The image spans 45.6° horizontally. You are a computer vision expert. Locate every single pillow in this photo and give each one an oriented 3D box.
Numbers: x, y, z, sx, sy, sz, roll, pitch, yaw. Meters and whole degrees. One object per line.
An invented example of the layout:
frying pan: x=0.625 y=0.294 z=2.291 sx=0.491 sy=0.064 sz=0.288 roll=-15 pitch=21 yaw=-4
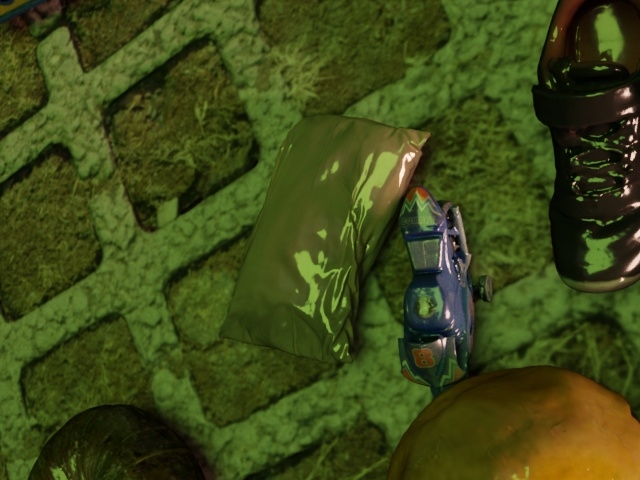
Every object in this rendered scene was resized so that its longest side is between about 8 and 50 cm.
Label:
pillow: x=0.000 y=0.000 z=0.785 sx=0.173 sy=0.067 sz=0.270 roll=18 pitch=91 yaw=33

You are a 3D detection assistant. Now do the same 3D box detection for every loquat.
loquat: x=0.164 y=0.216 z=0.606 sx=0.239 sy=0.193 sz=0.238 roll=0 pitch=88 yaw=2

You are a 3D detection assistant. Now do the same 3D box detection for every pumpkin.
pumpkin: x=-0.223 y=0.292 z=0.802 sx=0.219 sy=0.162 sz=0.218 roll=-5 pitch=77 yaw=22

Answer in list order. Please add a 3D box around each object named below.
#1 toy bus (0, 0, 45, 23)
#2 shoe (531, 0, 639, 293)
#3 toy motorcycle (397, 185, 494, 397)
toy bus: x=-0.366 y=-0.408 z=0.958 sx=0.288 sy=0.175 sz=0.138 roll=-15 pitch=60 yaw=23
shoe: x=0.243 y=-0.101 z=0.641 sx=0.114 sy=0.137 sz=0.290 roll=-1 pitch=83 yaw=27
toy motorcycle: x=0.108 y=0.058 z=0.697 sx=0.076 sy=0.114 sz=0.204 roll=-5 pitch=81 yaw=26
